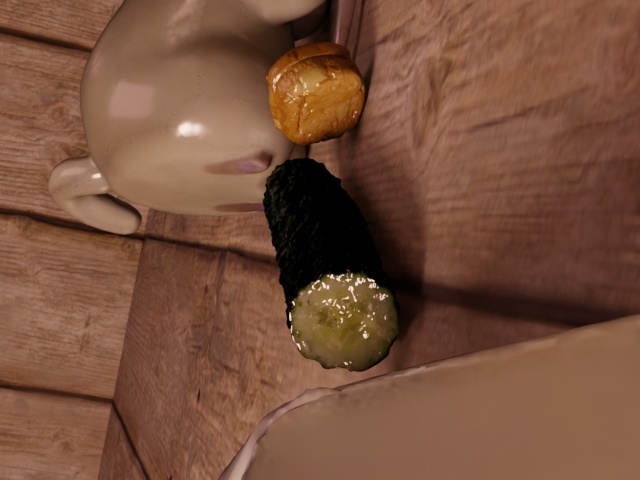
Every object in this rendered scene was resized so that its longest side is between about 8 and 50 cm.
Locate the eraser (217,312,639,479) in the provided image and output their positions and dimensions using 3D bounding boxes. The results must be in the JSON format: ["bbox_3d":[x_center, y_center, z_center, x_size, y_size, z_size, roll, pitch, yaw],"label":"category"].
[{"bbox_3d":[0.005,0.147,0.524,0.397,0.213,0.082,123,133,-59],"label":"eraser"}]

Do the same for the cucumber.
[{"bbox_3d":[0.002,0.001,0.911,0.300,0.072,0.072,-106,29,-69],"label":"cucumber"}]

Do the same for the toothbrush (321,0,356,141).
[{"bbox_3d":[0.028,-0.231,1.091,0.029,0.025,0.307,173,107,-85],"label":"toothbrush"}]

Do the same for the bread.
[{"bbox_3d":[-0.003,-0.111,1.013,0.081,0.083,0.046,-42,47,11],"label":"bread"}]

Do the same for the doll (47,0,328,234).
[{"bbox_3d":[-0.090,-0.184,1.179,0.215,0.226,0.370,50,-125,-66],"label":"doll"}]
